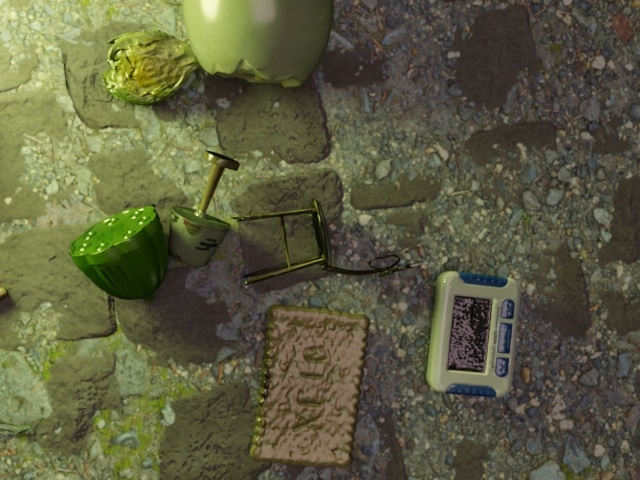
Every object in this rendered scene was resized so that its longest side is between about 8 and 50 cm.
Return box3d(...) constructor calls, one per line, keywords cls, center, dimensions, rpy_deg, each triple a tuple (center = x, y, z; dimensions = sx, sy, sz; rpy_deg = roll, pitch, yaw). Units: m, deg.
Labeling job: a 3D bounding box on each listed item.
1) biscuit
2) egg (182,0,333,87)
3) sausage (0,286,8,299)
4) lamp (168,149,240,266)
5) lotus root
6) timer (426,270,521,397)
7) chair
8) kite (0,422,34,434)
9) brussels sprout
box3d(cls="biscuit", center=(-0.021, 0.298, 1.589), dimensions=(0.217, 0.044, 0.324), rpy_deg=(6, 90, -10))
box3d(cls="egg", center=(-0.113, -0.455, 1.440), dimensions=(0.278, 0.278, 0.336), rpy_deg=(3, 91, -11))
box3d(cls="sausage", center=(-0.657, 0.126, 1.478), dimensions=(0.132, 0.024, 0.024), rpy_deg=(-28, 96, -10))
box3d(cls="lamp", center=(-0.223, -0.061, 1.503), dimensions=(0.121, 0.121, 0.214), rpy_deg=(21, 99, -10))
box3d(cls="lotus root", center=(-0.355, 0.047, 1.475), dimensions=(0.186, 0.186, 0.186), rpy_deg=(0, 91, -11))
box3d(cls="timer", center=(0.318, 0.195, 1.635), dimensions=(0.178, 0.078, 0.253), rpy_deg=(7, 89, -8))
box3d(cls="chair", center=(0.000, 0.000, 1.536), dimensions=(0.326, 0.160, 0.170), rpy_deg=(-9, 94, -6))
box3d(cls="kite", center=(-0.675, 0.353, 1.486), dimensions=(0.250, 0.012, 0.229), rpy_deg=(11, 93, -11))
box3d(cls="brussels sprout", center=(-0.329, -0.332, 1.496), dimensions=(0.181, 0.100, 0.139), rpy_deg=(-15, 104, -11))
